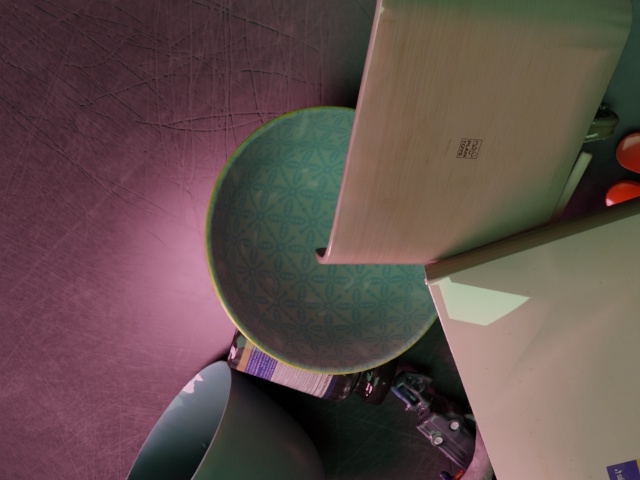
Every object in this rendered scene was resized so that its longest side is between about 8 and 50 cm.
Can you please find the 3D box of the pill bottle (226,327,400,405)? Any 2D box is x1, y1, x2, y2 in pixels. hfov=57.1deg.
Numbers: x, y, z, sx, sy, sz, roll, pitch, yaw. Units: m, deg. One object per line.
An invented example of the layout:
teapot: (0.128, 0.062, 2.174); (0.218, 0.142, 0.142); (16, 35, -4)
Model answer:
pill bottle: (-0.008, 0.149, 0.814); (0.219, 0.123, 0.122); (19, 123, -3)

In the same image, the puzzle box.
puzzle box: (0.295, 0.171, 0.584); (0.272, 0.052, 0.408); (-19, 103, 10)

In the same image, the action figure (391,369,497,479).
action figure: (0.242, 0.287, 0.768); (0.341, 0.178, 0.330); (36, 114, -3)

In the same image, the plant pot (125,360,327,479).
plant pot: (-0.133, 0.373, 0.910); (0.235, 0.293, 0.293); (37, 126, -18)

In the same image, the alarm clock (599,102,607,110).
alarm clock: (0.192, -0.191, 0.591); (0.192, 0.064, 0.129); (7, 119, 16)

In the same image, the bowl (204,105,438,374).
bowl: (0.000, 0.000, 0.700); (0.289, 0.289, 0.156); (52, 166, -10)

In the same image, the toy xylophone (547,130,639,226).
toy xylophone: (0.350, 0.013, 0.624); (0.236, 0.081, 0.322); (30, 125, 12)

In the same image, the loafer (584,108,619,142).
loafer: (0.239, -0.104, 0.627); (0.148, 0.056, 0.050); (-6, 115, 36)

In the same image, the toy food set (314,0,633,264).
toy food set: (0.123, -0.105, 0.552); (0.220, 0.092, 0.306); (1, 124, -14)
